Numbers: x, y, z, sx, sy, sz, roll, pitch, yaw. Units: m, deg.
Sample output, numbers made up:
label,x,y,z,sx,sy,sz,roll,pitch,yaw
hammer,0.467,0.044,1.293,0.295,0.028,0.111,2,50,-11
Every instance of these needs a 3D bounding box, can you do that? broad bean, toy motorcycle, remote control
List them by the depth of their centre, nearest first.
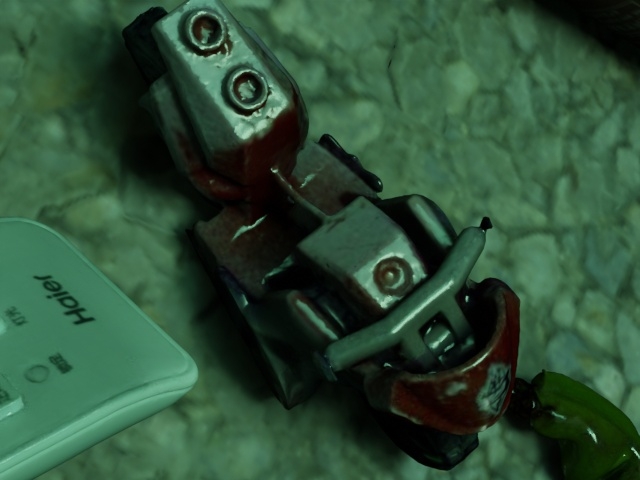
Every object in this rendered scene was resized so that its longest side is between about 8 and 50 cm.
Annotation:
label,x,y,z,sx,sy,sz,roll,pitch,yaw
remote control,-0.177,0.076,0.470,0.293,0.051,0.103,-25,50,-35
toy motorcycle,-0.001,0.001,0.575,0.082,0.122,0.213,-39,98,-20
broad bean,0.127,0.142,0.660,0.061,0.046,0.195,-16,81,-23

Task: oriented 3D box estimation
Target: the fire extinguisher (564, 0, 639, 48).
label,x,y,z,sx,sy,sz,roll,pitch,yaw
fire extinguisher,0.215,-0.124,0.756,0.337,0.114,0.135,28,20,-23
